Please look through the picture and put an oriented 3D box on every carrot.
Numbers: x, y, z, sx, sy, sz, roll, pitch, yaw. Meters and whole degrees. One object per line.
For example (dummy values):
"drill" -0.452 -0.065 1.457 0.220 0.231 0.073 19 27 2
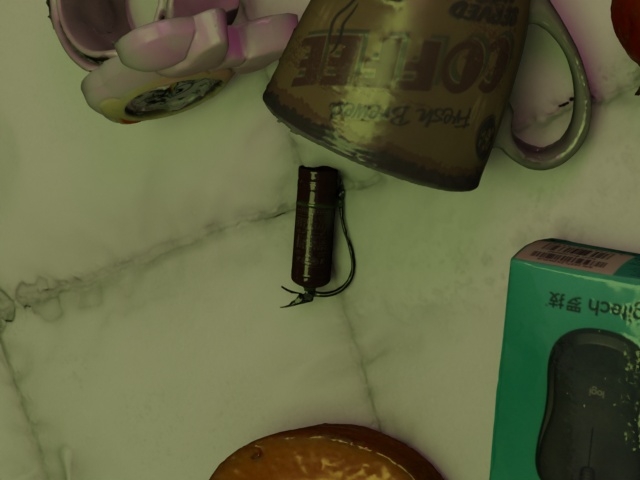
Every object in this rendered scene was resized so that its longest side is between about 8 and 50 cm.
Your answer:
"carrot" 0.010 0.322 1.704 0.307 0.100 0.258 -11 97 29

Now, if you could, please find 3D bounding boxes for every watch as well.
"watch" -0.175 -0.255 1.653 0.248 0.211 0.217 -26 78 40

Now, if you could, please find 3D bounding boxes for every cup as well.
"cup" 0.130 -0.188 1.486 0.301 0.227 0.257 22 108 -6

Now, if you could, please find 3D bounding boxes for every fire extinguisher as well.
"fire extinguisher" 0.000 0.000 1.679 0.078 0.045 0.157 6 102 7

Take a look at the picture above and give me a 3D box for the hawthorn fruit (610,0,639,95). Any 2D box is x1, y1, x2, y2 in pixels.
"hawthorn fruit" 0.333 -0.201 1.369 0.179 0.179 0.200 46 116 14

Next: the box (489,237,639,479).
"box" 0.277 0.167 1.507 0.205 0.118 0.311 12 105 29
